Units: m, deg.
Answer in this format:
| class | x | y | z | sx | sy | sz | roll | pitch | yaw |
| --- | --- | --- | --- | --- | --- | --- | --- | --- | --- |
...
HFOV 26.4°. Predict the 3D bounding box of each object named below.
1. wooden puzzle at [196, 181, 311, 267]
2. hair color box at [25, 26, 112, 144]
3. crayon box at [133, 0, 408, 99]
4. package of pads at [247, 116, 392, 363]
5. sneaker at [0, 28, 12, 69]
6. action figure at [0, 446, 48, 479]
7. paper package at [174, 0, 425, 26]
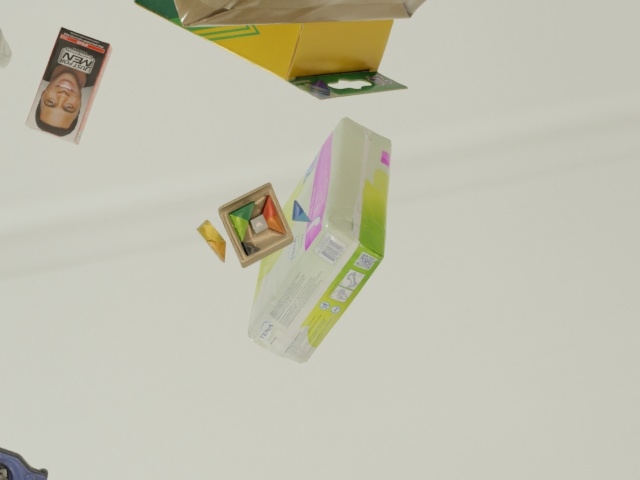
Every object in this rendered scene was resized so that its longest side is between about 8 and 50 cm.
| class | x | y | z | sx | sy | sz | roll | pitch | yaw |
| --- | --- | --- | --- | --- | --- | --- | --- | --- | --- |
| wooden puzzle | -0.067 | -0.015 | 1.430 | 0.014 | 0.116 | 0.078 | 9 | 131 | 61 |
| hair color box | -0.336 | -0.206 | 1.829 | 0.043 | 0.072 | 0.141 | 160 | 128 | -86 |
| crayon box | -0.054 | -0.288 | 1.768 | 0.203 | 0.323 | 0.083 | -15 | -51 | -53 |
| package of pads | 0.000 | 0.000 | 1.867 | 0.229 | 0.101 | 0.296 | -55 | 14 | 31 |
| sneaker | -0.618 | -0.389 | 2.260 | 0.292 | 0.110 | 0.118 | 50 | -176 | 11 |
| action figure | -0.524 | 0.281 | 1.636 | 0.330 | 0.341 | 0.178 | -62 | 19 | -10 |
| paper package | -0.022 | -0.398 | 1.388 | 0.168 | 0.309 | 0.325 | -35 | 67 | 57 |
